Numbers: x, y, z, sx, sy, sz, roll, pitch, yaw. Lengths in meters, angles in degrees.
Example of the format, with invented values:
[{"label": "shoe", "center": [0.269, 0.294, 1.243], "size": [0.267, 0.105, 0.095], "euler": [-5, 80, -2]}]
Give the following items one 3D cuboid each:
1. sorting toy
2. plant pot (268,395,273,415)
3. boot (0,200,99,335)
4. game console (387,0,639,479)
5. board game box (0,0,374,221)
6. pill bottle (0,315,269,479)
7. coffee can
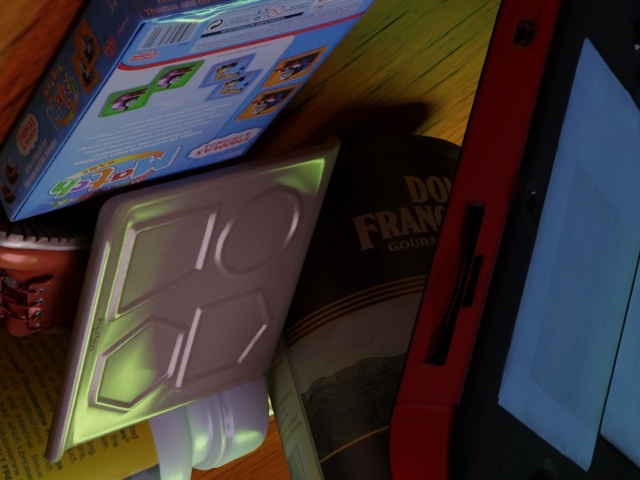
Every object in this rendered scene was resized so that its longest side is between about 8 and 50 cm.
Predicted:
[{"label": "sorting toy", "center": [-0.083, 0.031, 1.035], "size": [0.208, 0.038, 0.193], "euler": [-22, 140, -44]}, {"label": "plant pot", "center": [-0.058, 0.167, 1.906], "size": [0.236, 0.032, 0.236], "euler": [-27, 167, -7]}, {"label": "boot", "center": [-0.170, 0.020, 0.976], "size": [0.084, 0.059, 0.158], "euler": [-61, 162, 4]}, {"label": "game console", "center": [0.180, 0.038, 1.051], "size": [0.060, 0.386, 0.342], "euler": [3, 158, 38]}, {"label": "board game box", "center": [-0.070, -0.088, 0.869], "size": [0.160, 0.039, 0.211], "euler": [-18, 164, -34]}, {"label": "pill bottle", "center": [-0.211, 0.140, 1.137], "size": [0.334, 0.188, 0.188], "euler": [-21, 166, -27]}, {"label": "coffee can", "center": [0.058, 0.092, 1.197], "size": [0.201, 0.275, 0.201], "euler": [-14, 154, -7]}]
